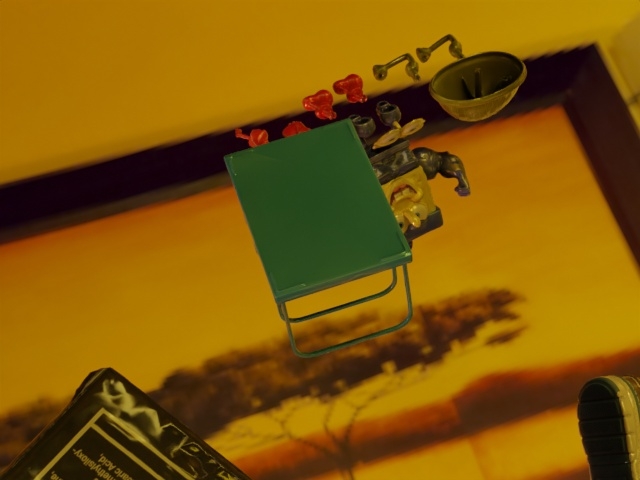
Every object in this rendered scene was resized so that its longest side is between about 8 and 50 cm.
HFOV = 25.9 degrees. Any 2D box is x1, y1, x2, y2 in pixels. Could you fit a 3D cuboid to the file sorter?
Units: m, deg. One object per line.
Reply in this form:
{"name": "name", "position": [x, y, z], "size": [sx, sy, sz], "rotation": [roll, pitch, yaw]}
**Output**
{"name": "file sorter", "position": [0.000, 0.000, 1.215], "size": [0.118, 0.170, 0.104], "rotation": [-17, -40, -6]}

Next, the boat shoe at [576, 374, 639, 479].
{"name": "boat shoe", "position": [0.235, 0.187, 1.001], "size": [0.066, 0.183, 0.066], "rotation": [-2, -4, -32]}

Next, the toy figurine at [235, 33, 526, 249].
{"name": "toy figurine", "position": [0.093, -0.086, 1.756], "size": [0.362, 0.191, 0.217], "rotation": [-27, -58, -22]}

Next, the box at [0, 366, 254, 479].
{"name": "box", "position": [-0.116, 0.290, 0.793], "size": [0.294, 0.296, 0.183], "rotation": [-46, -11, -34]}
